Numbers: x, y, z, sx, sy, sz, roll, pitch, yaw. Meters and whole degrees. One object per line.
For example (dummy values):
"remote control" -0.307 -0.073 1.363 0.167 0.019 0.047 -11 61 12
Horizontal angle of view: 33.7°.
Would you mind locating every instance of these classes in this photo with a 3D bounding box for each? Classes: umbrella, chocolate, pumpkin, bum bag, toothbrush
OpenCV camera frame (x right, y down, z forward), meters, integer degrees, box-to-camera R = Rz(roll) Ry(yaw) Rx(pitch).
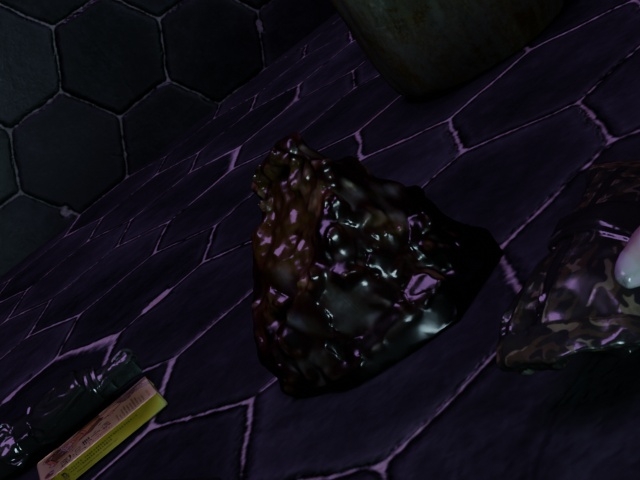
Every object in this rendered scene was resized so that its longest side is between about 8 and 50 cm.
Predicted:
"umbrella" -0.298 0.193 1.156 0.235 0.059 0.066 -37 34 0
"chocolate" 0.000 0.000 0.890 0.224 0.177 0.206 -19 23 47
"pumpkin" 0.186 -0.342 1.466 0.332 0.199 0.332 -26 24 13
"bum bag" 0.193 0.007 0.672 0.102 0.069 0.248 -21 22 41
"toothbrush" 0.241 -0.039 0.658 0.307 0.025 0.029 -35 -27 -49

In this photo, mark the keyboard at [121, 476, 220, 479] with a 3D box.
"keyboard" -0.162 0.221 0.882 0.196 0.015 0.074 -16 25 49

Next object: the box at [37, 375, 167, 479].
"box" -0.223 0.197 1.060 0.149 0.020 0.073 -40 17 -12
